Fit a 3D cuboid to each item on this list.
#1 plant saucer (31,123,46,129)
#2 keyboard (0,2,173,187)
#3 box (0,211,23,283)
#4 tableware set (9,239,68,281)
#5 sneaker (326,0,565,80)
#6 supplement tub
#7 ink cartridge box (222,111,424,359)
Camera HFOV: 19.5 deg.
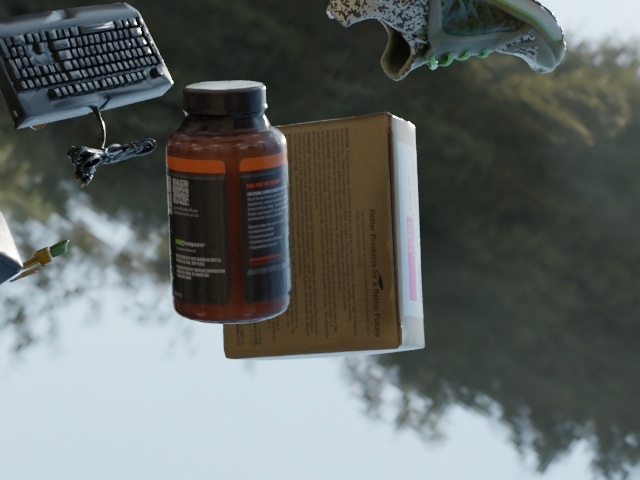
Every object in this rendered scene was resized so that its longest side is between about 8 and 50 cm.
[{"bbox_3d":[-0.390,-0.195,2.560,0.083,0.015,0.083,-14,-108,48],"label":"plant saucer"},{"bbox_3d":[-0.257,-0.170,2.119,0.033,0.202,0.317,-20,-178,28],"label":"keyboard"},{"bbox_3d":[-0.568,0.048,2.010,0.395,0.318,0.097,-30,-119,10],"label":"box"},{"bbox_3d":[-0.404,0.034,2.439,0.154,0.024,0.104,-19,-168,32],"label":"tableware set"},{"bbox_3d":[0.145,-0.279,2.356,0.182,0.410,0.158,-58,-137,7],"label":"sneaker"},{"bbox_3d":[-0.078,-0.034,1.583,0.106,0.106,0.198,-154,-119,-65],"label":"supplement tub"},{"bbox_3d":[0.000,0.000,1.874,0.193,0.088,0.235,-4,-97,21],"label":"ink cartridge box"}]
